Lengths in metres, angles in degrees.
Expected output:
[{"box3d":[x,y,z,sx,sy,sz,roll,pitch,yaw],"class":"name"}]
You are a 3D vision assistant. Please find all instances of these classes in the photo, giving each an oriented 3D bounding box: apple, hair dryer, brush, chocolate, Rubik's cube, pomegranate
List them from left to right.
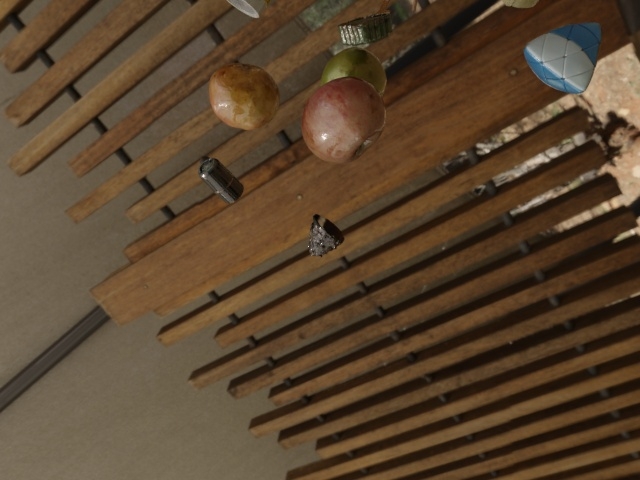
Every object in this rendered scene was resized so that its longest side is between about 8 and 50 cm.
[{"box3d":[-0.468,-0.304,2.010,0.352,0.107,0.189,44,176,46],"class":"hair dryer"},{"box3d":[-0.367,-0.669,2.249,0.338,0.338,0.338,49,-156,-31],"class":"pomegranate"},{"box3d":[0.000,0.000,1.803,0.156,0.133,0.156,36,-163,-13],"class":"chocolate"},{"box3d":[0.093,-0.435,1.774,0.345,0.345,0.269,22,-139,-60],"class":"apple"},{"box3d":[0.144,-0.706,2.118,0.292,0.292,0.254,56,-138,-17],"class":"apple"},{"box3d":[0.293,-1.087,2.218,0.314,0.090,0.017,-71,-32,-44],"class":"brush"},{"box3d":[0.781,-0.616,1.613,0.254,0.254,0.254,49,-156,-31],"class":"Rubik's cube"}]

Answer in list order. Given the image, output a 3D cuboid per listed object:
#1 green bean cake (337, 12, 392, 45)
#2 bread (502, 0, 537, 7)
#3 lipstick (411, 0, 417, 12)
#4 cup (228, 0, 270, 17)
[{"box3d":[0.187,-0.876,1.973,0.173,0.181,0.094,27,140,50],"class":"green bean cake"},{"box3d":[0.738,-0.925,1.685,0.141,0.148,0.134,107,158,-78],"class":"bread"},{"box3d":[0.440,-1.106,2.196,0.019,0.019,0.094,6,-85,-66],"class":"lipstick"},{"box3d":[-0.187,-0.839,1.489,0.241,0.226,0.185,36,-173,37],"class":"cup"}]
